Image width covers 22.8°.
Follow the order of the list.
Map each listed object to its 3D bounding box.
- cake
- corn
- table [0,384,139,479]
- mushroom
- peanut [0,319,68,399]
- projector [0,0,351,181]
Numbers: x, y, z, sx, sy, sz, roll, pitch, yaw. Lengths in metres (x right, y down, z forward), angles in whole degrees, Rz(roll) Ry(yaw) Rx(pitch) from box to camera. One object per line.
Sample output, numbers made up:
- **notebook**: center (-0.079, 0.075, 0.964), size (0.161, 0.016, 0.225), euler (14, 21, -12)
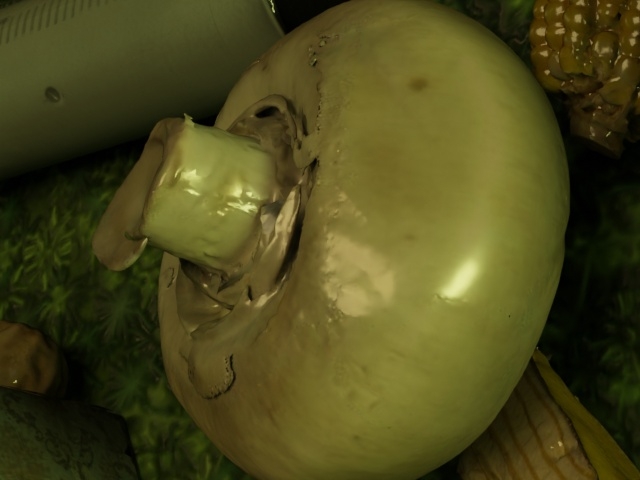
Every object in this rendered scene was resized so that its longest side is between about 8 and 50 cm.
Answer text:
- **cake**: center (0.099, 0.116, 0.707), size (0.080, 0.116, 0.185), euler (-47, 57, 19)
- **corn**: center (0.175, -0.195, 0.763), size (0.097, 0.097, 0.320), euler (14, 83, 40)
- **table**: center (-0.284, 0.220, 0.824), size (0.272, 0.335, 0.222), euler (-37, 56, 23)
- **mushroom**: center (0.000, 0.000, 0.744), size (0.246, 0.202, 0.246), euler (-32, 51, 48)
- **peanut**: center (-0.237, 0.112, 0.988), size (0.194, 0.083, 0.093), euler (-34, 70, 24)
- **projector**: center (-0.133, -0.111, 0.965), size (0.337, 0.108, 0.108), euler (-13, 67, 35)
